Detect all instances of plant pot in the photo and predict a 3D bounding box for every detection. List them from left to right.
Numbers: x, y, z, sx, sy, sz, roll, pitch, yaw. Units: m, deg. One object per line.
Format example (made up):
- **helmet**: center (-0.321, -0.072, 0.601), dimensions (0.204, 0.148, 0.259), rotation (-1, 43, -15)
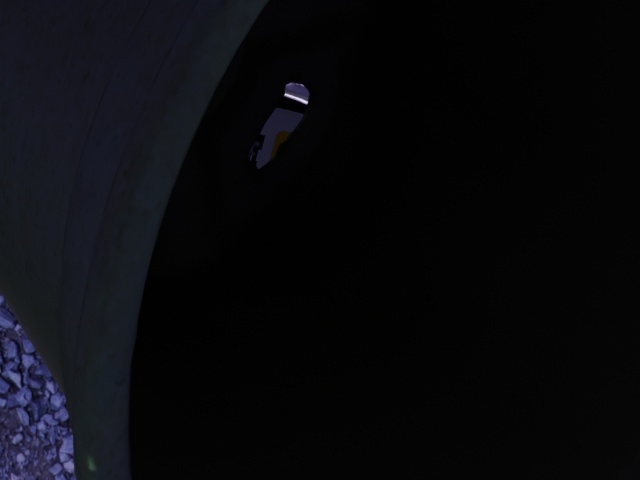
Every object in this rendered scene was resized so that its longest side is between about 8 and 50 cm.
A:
- **plant pot**: center (0.005, -0.033, 0.584), dimensions (0.334, 0.333, 0.305), rotation (10, -166, -37)

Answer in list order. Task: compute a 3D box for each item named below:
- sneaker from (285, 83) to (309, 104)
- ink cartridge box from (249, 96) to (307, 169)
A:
- **sneaker**: center (0.087, -0.107, 0.900), dimensions (0.350, 0.131, 0.148), rotation (6, -179, -37)
- **ink cartridge box**: center (0.000, 0.000, 1.167), dimensions (0.309, 0.271, 0.130), rotation (13, 178, 20)
